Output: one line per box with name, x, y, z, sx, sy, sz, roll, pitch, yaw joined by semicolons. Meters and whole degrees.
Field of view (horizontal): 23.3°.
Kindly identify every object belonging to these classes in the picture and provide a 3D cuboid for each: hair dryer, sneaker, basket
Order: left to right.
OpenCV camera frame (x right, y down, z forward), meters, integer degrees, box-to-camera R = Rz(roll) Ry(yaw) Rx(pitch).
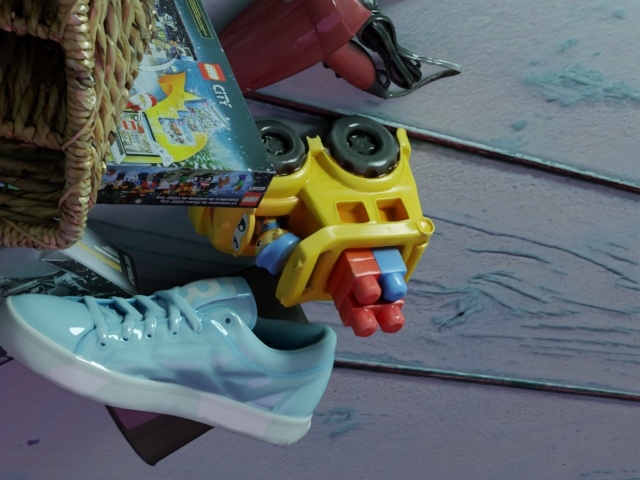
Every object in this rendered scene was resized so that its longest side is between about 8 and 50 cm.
basket;-0.284;-0.150;1.059;0.299;0.223;0.213;11;149;8
sneaker;-0.145;0.087;1.543;0.366;0.135;0.150;18;104;-34
basket;-0.123;0.125;1.715;0.226;0.154;0.204;-25;143;0
hair dryer;0.015;-0.170;1.427;0.293;0.080;0.224;-10;146;-16

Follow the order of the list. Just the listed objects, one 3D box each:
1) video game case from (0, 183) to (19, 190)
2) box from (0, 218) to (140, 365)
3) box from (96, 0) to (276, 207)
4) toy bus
video game case;-0.308;-0.112;1.380;0.285;0.025;0.204;7;138;-36
box;-0.325;0.050;1.548;0.231;0.056;0.183;-25;149;18
box;-0.148;-0.125;1.258;0.159;0.233;0.044;2;137;-30
toy bus;0.000;0.000;1.544;0.220;0.211;0.149;-3;144;-23
